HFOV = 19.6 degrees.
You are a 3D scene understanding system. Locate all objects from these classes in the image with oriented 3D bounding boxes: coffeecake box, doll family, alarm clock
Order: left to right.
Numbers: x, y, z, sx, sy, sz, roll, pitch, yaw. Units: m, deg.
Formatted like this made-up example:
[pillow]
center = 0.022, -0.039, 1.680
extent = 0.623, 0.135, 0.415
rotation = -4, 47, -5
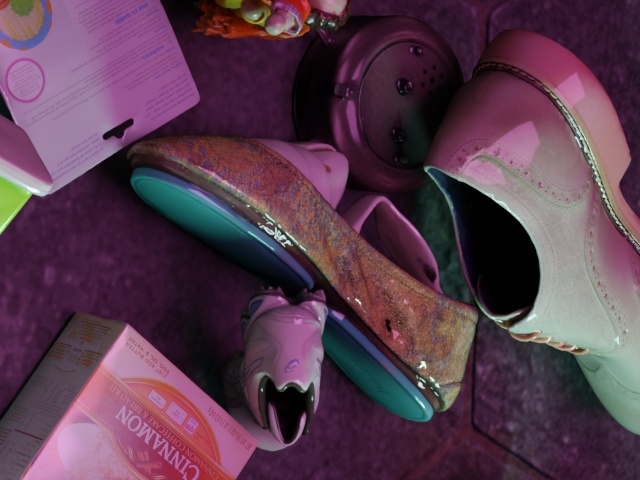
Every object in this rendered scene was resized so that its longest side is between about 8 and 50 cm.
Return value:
[coffeecake box]
center = -0.149, 0.165, 1.216
extent = 0.142, 0.068, 0.185
rotation = 46, 68, -33
[doll family]
center = -0.056, -0.224, 1.225
extent = 0.163, 0.118, 0.263
rotation = 29, 48, -41
[alarm clock]
center = 0.063, -0.098, 1.363
extent = 0.192, 0.064, 0.129
rotation = 7, 90, -42

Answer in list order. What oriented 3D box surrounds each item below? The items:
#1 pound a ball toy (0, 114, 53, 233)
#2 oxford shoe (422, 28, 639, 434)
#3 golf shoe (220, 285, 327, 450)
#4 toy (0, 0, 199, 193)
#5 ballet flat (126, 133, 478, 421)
[pound a ball toy]
center = -0.342, -0.049, 1.025
extent = 0.319, 0.136, 0.208
rotation = 32, 100, -36
[oxford shoe]
center = 0.177, 0.030, 1.408
extent = 0.146, 0.140, 0.397
rotation = -47, 127, -22
[golf shoe]
center = -0.032, 0.109, 1.251
extent = 0.069, 0.176, 0.086
rotation = 0, 54, -4
[toy]
center = -0.180, -0.165, 1.164
extent = 0.137, 0.056, 0.237
rotation = -35, 115, -34
[ballet flat]
center = 0.000, 0.000, 1.288
extent = 0.348, 0.123, 0.123
rotation = 43, 69, -39
